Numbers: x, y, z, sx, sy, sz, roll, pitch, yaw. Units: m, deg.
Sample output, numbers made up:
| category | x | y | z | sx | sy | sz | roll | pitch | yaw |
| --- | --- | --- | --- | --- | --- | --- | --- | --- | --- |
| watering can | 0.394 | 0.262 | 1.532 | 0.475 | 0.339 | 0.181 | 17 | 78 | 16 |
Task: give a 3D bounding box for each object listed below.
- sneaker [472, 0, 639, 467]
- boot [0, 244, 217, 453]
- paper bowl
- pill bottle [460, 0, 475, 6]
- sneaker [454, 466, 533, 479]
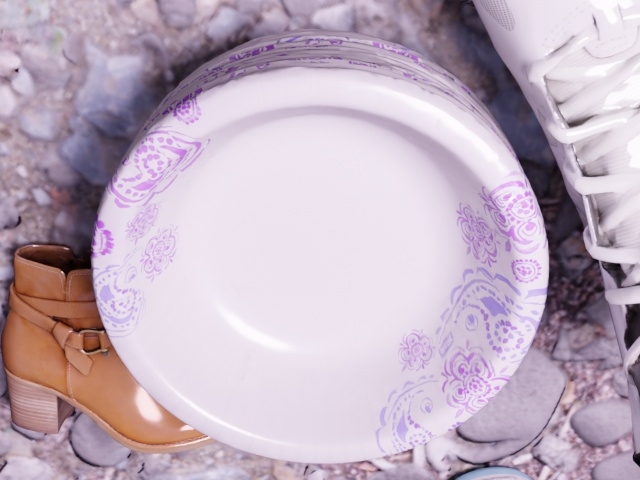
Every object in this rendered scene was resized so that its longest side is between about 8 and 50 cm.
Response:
| category | x | y | z | sx | sy | sz | roll | pitch | yaw |
| --- | --- | --- | --- | --- | --- | --- | --- | --- | --- |
| sneaker | 0.200 | -0.037 | 0.453 | 0.169 | 0.257 | 0.447 | -20 | 135 | 25 |
| boot | -0.150 | 0.083 | 0.664 | 0.197 | 0.073 | 0.152 | 5 | 111 | -9 |
| paper bowl | 0.000 | 0.000 | 0.581 | 0.284 | 0.148 | 0.284 | 0 | 119 | 1 |
| pill bottle | 0.094 | -0.193 | 0.538 | 0.137 | 0.078 | 0.078 | 18 | 114 | -12 |
| sneaker | 0.166 | 0.386 | 0.752 | 0.127 | 0.208 | 0.318 | -9 | 117 | 0 |
